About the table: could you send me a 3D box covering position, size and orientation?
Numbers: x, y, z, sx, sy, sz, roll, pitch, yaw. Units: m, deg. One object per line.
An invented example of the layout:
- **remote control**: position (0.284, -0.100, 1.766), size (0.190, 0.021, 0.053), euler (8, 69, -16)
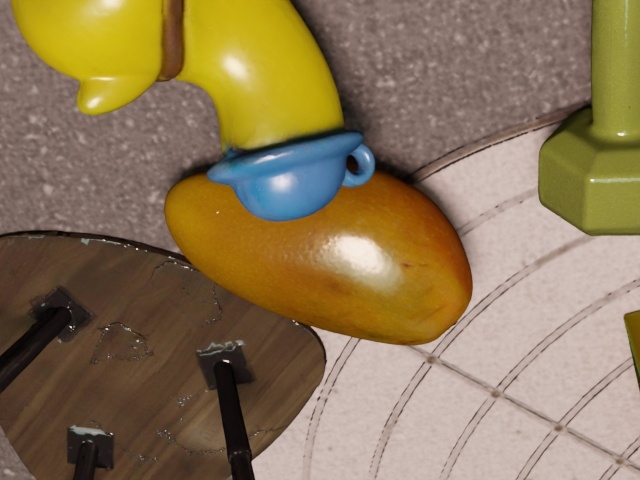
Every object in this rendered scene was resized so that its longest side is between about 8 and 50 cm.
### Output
- **table**: position (-0.190, 0.168, 1.148), size (0.317, 0.249, 0.317), euler (2, 120, 3)

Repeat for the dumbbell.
- **dumbbell**: position (0.216, -0.149, 1.015), size (0.108, 0.121, 0.302), euler (14, 124, 30)

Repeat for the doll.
- **doll**: position (-0.098, -0.159, 1.009), size (0.363, 0.145, 0.199), euler (39, 76, -15)

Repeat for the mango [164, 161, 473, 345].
- **mango**: position (0.000, 0.000, 1.119), size (0.253, 0.113, 0.138), euler (17, 124, 3)

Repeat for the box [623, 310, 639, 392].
- **box**: position (0.302, 0.211, 1.189), size (0.041, 0.153, 0.279), euler (-11, 119, 11)
